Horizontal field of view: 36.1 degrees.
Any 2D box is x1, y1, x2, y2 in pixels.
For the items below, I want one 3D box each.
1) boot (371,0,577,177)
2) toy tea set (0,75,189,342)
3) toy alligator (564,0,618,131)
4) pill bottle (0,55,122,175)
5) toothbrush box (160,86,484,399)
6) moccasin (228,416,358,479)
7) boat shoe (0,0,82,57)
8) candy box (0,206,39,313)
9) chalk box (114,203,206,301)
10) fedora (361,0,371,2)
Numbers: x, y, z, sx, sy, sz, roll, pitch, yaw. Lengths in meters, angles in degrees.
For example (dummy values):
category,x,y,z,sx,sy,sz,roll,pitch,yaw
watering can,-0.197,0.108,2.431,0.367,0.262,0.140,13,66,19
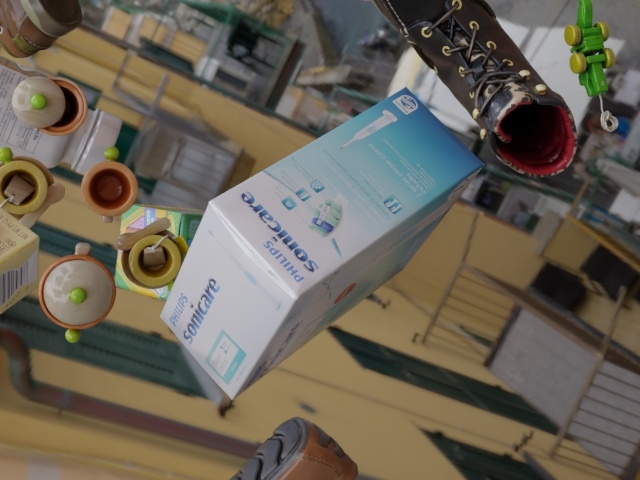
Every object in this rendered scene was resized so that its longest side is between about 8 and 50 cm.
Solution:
category,x,y,z,sx,sy,sz,roll,pitch,yaw
boot,0.221,-0.265,1.425,0.138,0.377,0.284,-37,47,12
toy tea set,-0.313,-0.042,1.254,0.200,0.336,0.124,-31,12,-9
toy alligator,0.373,-0.240,1.365,0.051,0.056,0.189,169,90,-76
pill bottle,-0.423,-0.182,1.474,0.131,0.229,0.131,-55,21,34
toothbrush box,0.000,0.000,1.020,0.295,0.126,0.216,-33,-16,-38
moccasin,-0.111,0.404,1.319,0.380,0.147,0.139,-45,21,-1
boat shoe,-0.404,-0.373,1.199,0.104,0.111,0.307,-24,84,27
candy box,-0.434,0.052,0.886,0.316,0.183,0.087,-42,-20,-40
chalk box,-0.252,0.029,1.941,0.289,0.180,0.179,9,93,47
fedora,0.056,-0.543,1.677,0.275,0.244,0.124,46,150,25
